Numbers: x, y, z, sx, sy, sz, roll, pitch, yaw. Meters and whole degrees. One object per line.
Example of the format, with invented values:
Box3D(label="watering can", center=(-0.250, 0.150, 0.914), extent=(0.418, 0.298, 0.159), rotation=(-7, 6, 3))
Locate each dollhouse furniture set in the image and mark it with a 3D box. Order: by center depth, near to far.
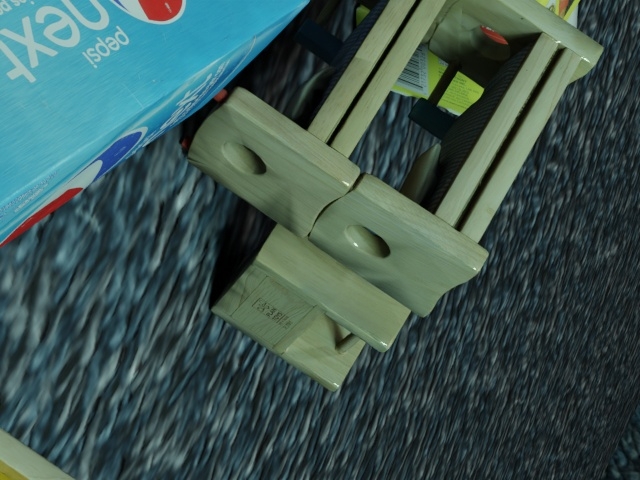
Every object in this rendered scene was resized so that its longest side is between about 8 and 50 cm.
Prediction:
Box3D(label="dollhouse furniture set", center=(0.012, -0.040, 0.843), extent=(0.129, 0.129, 0.184), rotation=(-58, -175, -27))

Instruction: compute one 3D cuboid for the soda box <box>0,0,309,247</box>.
Box3D(label="soda box", center=(-0.091, -0.045, 0.533), extent=(0.067, 0.071, 0.210), rotation=(-41, -179, 38))

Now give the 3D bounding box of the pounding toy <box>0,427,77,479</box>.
Box3D(label="pounding toy", center=(-0.135, 0.078, 0.531), extent=(0.141, 0.130, 0.100), rotation=(-47, 166, -47))

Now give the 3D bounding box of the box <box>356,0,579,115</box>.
Box3D(label="box", center=(0.108, -0.168, 0.979), extent=(0.232, 0.087, 0.058), rotation=(-56, 157, -28))

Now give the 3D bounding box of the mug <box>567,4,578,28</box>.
Box3D(label="mug", center=(0.126, -0.138, 1.139), extent=(0.062, 0.078, 0.064), rotation=(0, 107, -36))
